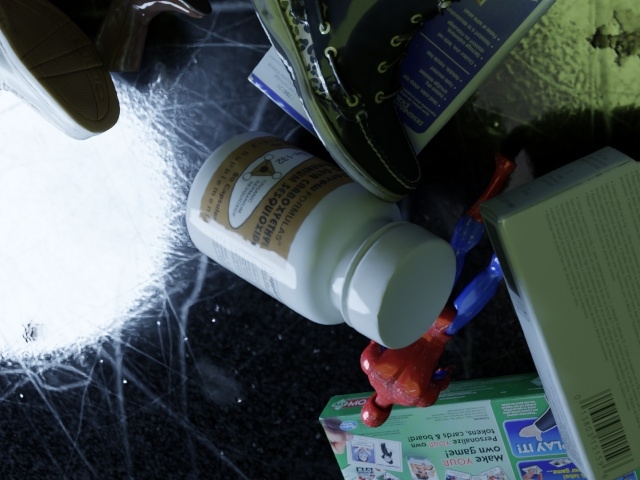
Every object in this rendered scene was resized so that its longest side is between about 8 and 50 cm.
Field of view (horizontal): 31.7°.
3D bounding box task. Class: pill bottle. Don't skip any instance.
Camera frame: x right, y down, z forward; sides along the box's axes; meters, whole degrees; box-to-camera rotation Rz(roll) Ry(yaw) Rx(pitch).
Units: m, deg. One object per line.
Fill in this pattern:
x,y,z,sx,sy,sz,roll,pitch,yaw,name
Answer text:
0.000,0.000,0.997,0.229,0.131,0.131,29,127,36,pill bottle

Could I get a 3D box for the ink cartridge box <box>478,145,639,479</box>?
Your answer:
0.294,0.046,0.975,0.239,0.060,0.275,-24,109,-4,ink cartridge box

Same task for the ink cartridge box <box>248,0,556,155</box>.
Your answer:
0.095,-0.209,0.937,0.165,0.065,0.332,41,122,-2,ink cartridge box

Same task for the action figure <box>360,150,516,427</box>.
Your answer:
0.123,0.053,1.058,0.091,0.139,0.280,34,101,5,action figure

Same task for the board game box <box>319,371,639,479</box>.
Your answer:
0.178,0.242,1.150,0.317,0.046,0.213,-10,113,26,board game box

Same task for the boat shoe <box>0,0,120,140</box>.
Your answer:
-0.308,-0.193,1.092,0.277,0.098,0.096,49,124,4,boat shoe

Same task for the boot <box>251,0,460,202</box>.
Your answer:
0.065,-0.158,0.888,0.179,0.085,0.236,-24,104,27,boot

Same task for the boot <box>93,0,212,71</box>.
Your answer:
-0.161,-0.197,1.061,0.106,0.037,0.114,36,121,17,boot
